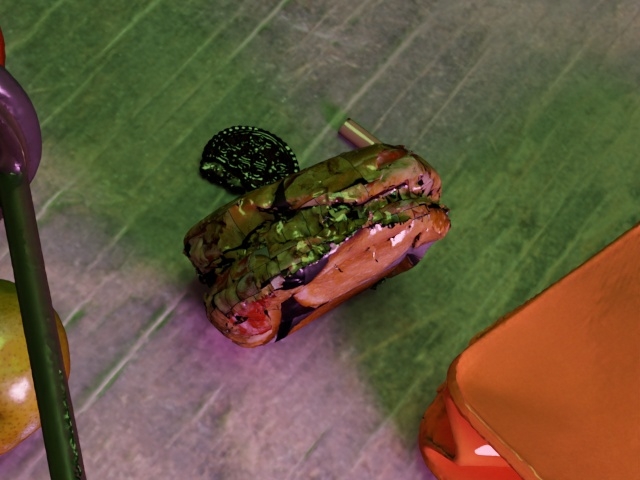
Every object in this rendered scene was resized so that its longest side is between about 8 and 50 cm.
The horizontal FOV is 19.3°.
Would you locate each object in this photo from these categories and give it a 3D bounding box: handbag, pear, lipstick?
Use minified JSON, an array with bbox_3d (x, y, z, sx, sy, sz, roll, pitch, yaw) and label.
[{"bbox_3d":[0.309,0.141,1.589,0.410,0.116,0.303,-32,66,-33],"label":"handbag"},{"bbox_3d":[-0.243,0.092,1.444,0.104,0.141,0.141,-19,67,-7],"label":"pear"},{"bbox_3d":[0.058,-0.078,1.721,0.094,0.019,0.019,38,56,5],"label":"lipstick"}]

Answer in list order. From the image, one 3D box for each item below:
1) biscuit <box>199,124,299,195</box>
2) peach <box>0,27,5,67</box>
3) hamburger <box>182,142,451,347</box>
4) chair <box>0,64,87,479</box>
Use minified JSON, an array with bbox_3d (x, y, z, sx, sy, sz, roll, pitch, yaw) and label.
[{"bbox_3d":[-0.062,-0.063,1.667,0.089,0.027,0.087,-9,63,-24],"label":"biscuit"},{"bbox_3d":[-0.350,-0.127,1.491,0.256,0.232,0.232,35,56,0],"label":"peach"},{"bbox_3d":[0.000,0.000,1.540,0.231,0.231,0.107,-18,72,-27],"label":"hamburger"},{"bbox_3d":[-0.356,0.078,1.203,0.364,0.362,0.410,34,46,-42],"label":"chair"}]
